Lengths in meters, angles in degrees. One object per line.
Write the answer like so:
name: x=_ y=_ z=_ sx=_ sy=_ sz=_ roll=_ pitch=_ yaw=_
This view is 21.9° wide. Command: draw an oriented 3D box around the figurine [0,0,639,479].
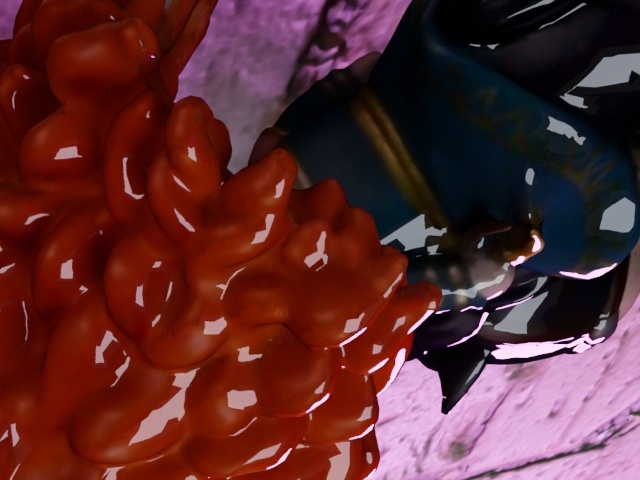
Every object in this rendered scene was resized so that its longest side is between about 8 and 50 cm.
figurine: x=0.006 y=-0.005 z=0.652 sx=0.411 sy=0.241 sz=0.306 roll=-19 pitch=166 yaw=-24
